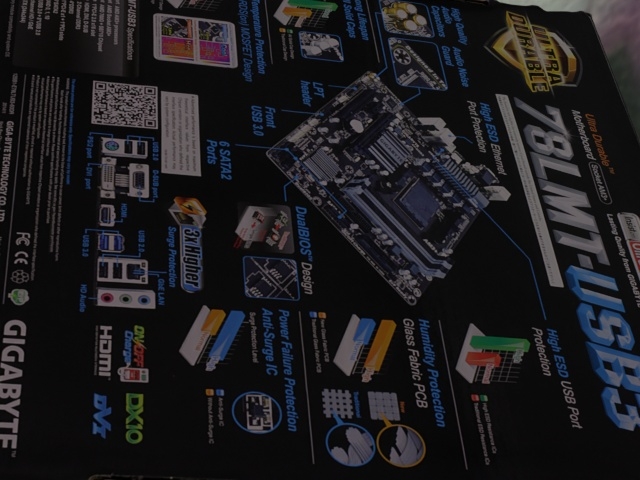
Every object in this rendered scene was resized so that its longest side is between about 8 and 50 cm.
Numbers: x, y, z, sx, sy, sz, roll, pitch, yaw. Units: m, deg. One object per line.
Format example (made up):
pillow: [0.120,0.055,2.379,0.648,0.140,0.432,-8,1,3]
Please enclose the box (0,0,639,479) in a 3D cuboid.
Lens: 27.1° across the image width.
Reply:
box: [0.000,0.000,0.545,0.073,0.293,0.295,109,161,-45]
